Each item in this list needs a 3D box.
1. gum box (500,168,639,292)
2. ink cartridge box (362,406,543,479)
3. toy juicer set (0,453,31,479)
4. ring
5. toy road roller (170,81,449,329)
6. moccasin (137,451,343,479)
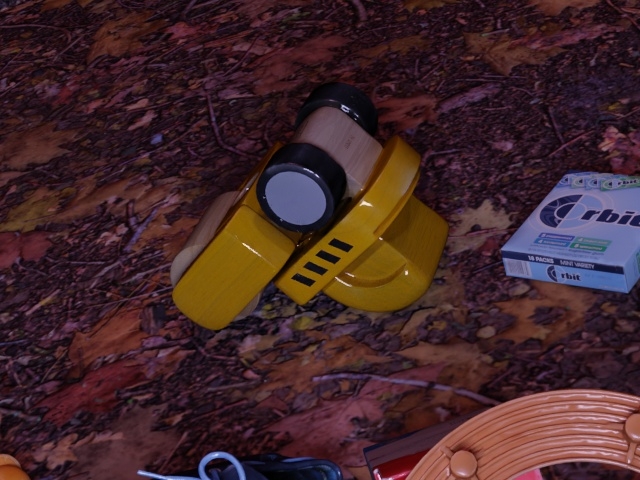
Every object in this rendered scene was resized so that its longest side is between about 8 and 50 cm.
[{"bbox_3d":[0.325,-0.015,1.623,0.157,0.041,0.184,8,38,37],"label":"gum box"},{"bbox_3d":[0.116,0.208,1.209,0.134,0.078,0.231,-18,-2,-2],"label":"ink cartridge box"},{"bbox_3d":[-0.368,0.302,1.339,0.209,0.090,0.329,25,19,-14],"label":"toy juicer set"},{"bbox_3d":[0.201,0.268,1.027,0.336,0.032,0.337,-2,67,5],"label":"ring"},{"bbox_3d":[0.000,0.000,1.658,0.329,0.240,0.202,-43,12,37],"label":"toy road roller"},{"bbox_3d":[-0.081,0.234,1.192,0.116,0.138,0.342,-24,0,21],"label":"moccasin"}]
